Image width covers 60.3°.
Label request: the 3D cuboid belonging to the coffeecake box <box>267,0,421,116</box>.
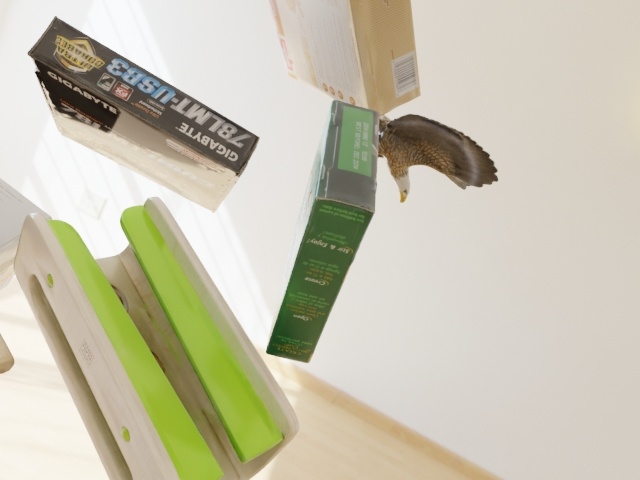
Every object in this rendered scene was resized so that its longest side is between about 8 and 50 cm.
[{"bbox_3d":[0.016,-0.229,0.584,0.185,0.068,0.142,42,-24,47],"label":"coffeecake box"}]

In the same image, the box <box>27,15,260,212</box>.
[{"bbox_3d":[-0.258,-0.160,0.827,0.295,0.073,0.293,28,-14,-13],"label":"box"}]

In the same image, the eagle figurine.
[{"bbox_3d":[0.198,-0.185,1.160,0.298,0.225,0.226,-5,53,6],"label":"eagle figurine"}]

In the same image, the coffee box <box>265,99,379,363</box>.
[{"bbox_3d":[0.000,0.000,0.424,0.040,0.184,0.113,14,45,-6],"label":"coffee box"}]

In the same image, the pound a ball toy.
[{"bbox_3d":[-0.199,0.092,0.472,0.208,0.136,0.319,-15,59,-45],"label":"pound a ball toy"}]

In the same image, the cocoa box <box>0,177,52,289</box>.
[{"bbox_3d":[-0.752,-0.037,1.029,0.347,0.228,0.231,40,22,-9],"label":"cocoa box"}]
